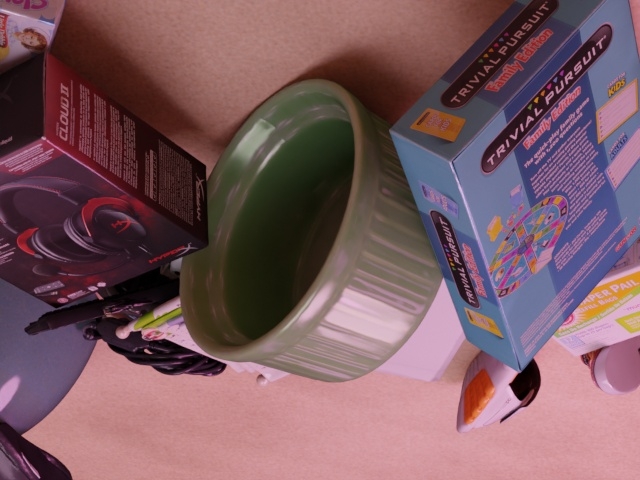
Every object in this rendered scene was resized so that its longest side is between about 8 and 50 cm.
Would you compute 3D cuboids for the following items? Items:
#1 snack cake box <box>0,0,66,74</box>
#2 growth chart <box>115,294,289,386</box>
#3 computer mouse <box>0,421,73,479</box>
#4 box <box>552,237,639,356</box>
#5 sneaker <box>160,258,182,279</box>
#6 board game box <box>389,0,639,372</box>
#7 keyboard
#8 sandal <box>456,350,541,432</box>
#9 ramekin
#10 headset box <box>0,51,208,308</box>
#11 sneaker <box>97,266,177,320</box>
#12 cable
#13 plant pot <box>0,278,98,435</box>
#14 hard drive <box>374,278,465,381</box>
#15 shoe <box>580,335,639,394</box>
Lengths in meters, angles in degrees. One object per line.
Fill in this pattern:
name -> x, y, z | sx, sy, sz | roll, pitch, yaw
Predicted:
snack cake box -> -0.356, -0.191, 1.678 | 0.152, 0.089, 0.264 | 17, 144, -9
growth chart -> -0.093, 0.109, 1.899 | 0.237, 0.021, 0.172 | 24, 141, -34
computer mouse -> -0.437, 0.270, 2.011 | 0.184, 0.060, 0.262 | -11, 139, 24
box -> 0.333, 0.035, 1.813 | 0.203, 0.103, 0.114 | -25, 132, 37
sneaker -> -0.107, 0.045, 1.934 | 0.151, 0.094, 0.256 | -1, 135, 7
board game box -> 0.212, -0.068, 1.582 | 0.079, 0.254, 0.336 | 30, 157, 36
keyboard -> -0.235, 0.072, 1.842 | 0.180, 0.023, 0.108 | -16, 180, -33
sandal -> 0.242, 0.164, 2.011 | 0.076, 0.102, 0.265 | 20, 141, -9
ramekin -> 0.000, 0.000, 1.688 | 0.148, 0.303, 0.303 | 24, 142, -31
headset box -> -0.287, -0.060, 1.681 | 0.218, 0.110, 0.293 | -21, 145, 26
sneaker -> -0.164, 0.073, 2.010 | 0.267, 0.101, 0.106 | 26, 167, -27
cable -> -0.203, 0.137, 2.057 | 0.184, 0.047, 0.150 | 17, 177, 12
plant pot -> -0.437, 0.152, 2.069 | 0.290, 0.195, 0.290 | 6, 144, 4
hard drive -> 0.092, 0.063, 1.953 | 0.203, 0.040, 0.307 | 11, 145, -9
shoe -> 0.336, 0.139, 1.916 | 0.081, 0.178, 0.063 | -15, 99, 34
